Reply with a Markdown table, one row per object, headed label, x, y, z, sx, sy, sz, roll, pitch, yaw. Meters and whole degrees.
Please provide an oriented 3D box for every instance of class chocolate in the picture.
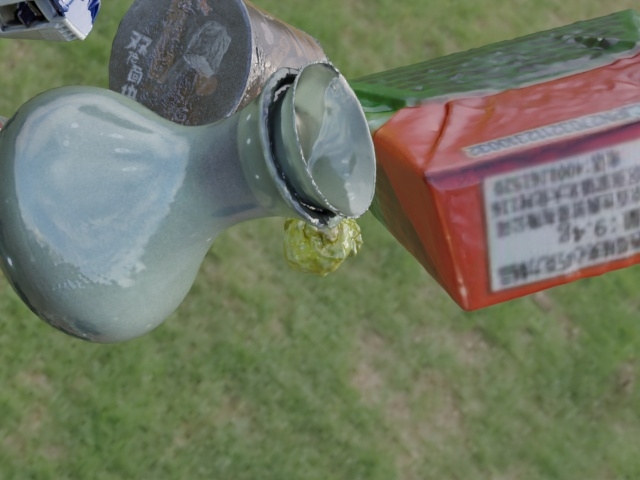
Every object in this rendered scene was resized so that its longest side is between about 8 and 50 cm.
| label | x | y | z | sx | sy | sz | roll | pitch | yaw |
| --- | --- | --- | --- | --- | --- | --- | --- | --- | --- |
| chocolate | 0.214 | -0.088 | 1.480 | 0.360 | 0.161 | 0.341 | -15 | 22 | -10 |

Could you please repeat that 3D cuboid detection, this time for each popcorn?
| label | x | y | z | sx | sy | sz | roll | pitch | yaw |
| --- | --- | --- | --- | --- | --- | --- | --- | --- | --- |
| popcorn | -0.003 | 0.000 | 1.280 | 0.068 | 0.083 | 0.059 | -34 | 87 | -12 |

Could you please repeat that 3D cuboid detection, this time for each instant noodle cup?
| label | x | y | z | sx | sy | sz | roll | pitch | yaw |
| --- | --- | --- | --- | --- | --- | --- | --- | --- | --- |
| instant noodle cup | -0.110 | -0.195 | 1.851 | 0.207 | 0.217 | 0.217 | 11 | 43 | -56 |

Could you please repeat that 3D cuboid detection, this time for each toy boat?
| label | x | y | z | sx | sy | sz | roll | pitch | yaw |
| --- | --- | --- | --- | --- | --- | --- | --- | --- | --- |
| toy boat | -0.433 | -0.313 | 2.007 | 0.088 | 0.295 | 0.129 | -62 | 140 | -30 |

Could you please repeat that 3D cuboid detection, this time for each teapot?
| label | x | y | z | sx | sy | sz | roll | pitch | yaw |
| --- | --- | --- | --- | --- | --- | --- | --- | --- | --- |
| teapot | -0.094 | -0.035 | 1.040 | 0.183 | 0.251 | 0.183 | 37 | 46 | -51 |

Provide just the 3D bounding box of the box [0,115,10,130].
| label | x | y | z | sx | sy | sz | roll | pitch | yaw |
| --- | --- | --- | --- | --- | --- | --- | --- | --- | --- |
| box | -0.395 | -0.141 | 1.849 | 0.083 | 0.012 | 0.046 | 19 | 21 | -43 |
